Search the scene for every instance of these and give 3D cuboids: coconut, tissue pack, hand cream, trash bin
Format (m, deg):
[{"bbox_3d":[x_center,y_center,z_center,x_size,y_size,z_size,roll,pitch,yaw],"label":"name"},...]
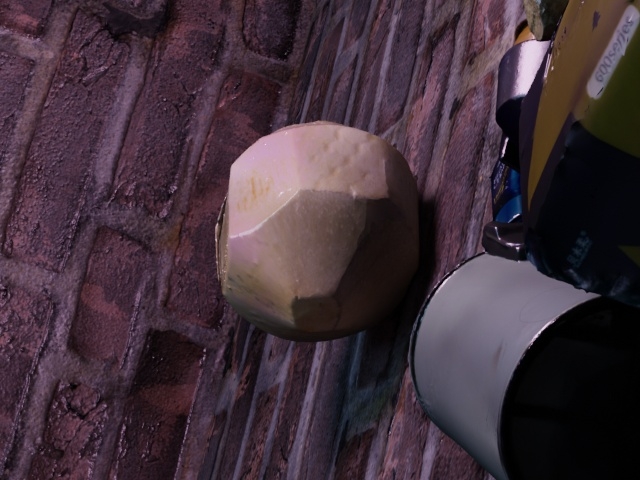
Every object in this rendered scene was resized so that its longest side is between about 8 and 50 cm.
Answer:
[{"bbox_3d":[0.000,0.000,1.982,0.352,0.353,0.352,-161,90,-76],"label":"coconut"},{"bbox_3d":[0.329,-0.162,0.988,0.264,0.253,0.416,-76,3,-51],"label":"tissue pack"},{"bbox_3d":[0.253,-0.070,1.660,0.270,0.061,0.120,-80,10,-57],"label":"hand cream"},{"bbox_3d":[0.220,0.131,1.179,0.262,0.217,0.277,-150,55,-76],"label":"trash bin"}]

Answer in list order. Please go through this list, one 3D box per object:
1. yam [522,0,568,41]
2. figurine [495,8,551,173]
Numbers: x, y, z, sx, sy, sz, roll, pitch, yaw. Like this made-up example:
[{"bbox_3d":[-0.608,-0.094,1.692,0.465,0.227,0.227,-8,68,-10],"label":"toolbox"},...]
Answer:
[{"bbox_3d":[0.320,-0.231,1.178,0.061,0.274,0.061,168,90,-83],"label":"yam"},{"bbox_3d":[0.288,-0.212,1.515,0.308,0.143,0.308,19,-90,-85],"label":"figurine"}]
